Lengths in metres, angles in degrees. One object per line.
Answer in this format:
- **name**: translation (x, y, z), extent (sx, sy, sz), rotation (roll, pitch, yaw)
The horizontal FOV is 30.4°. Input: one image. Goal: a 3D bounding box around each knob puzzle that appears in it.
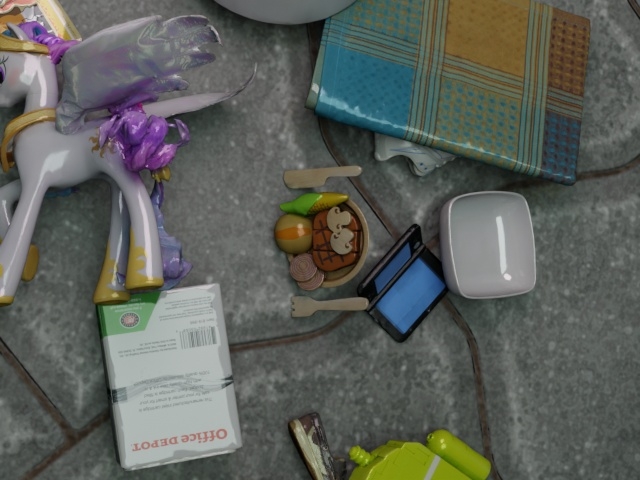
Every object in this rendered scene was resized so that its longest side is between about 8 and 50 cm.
- **knob puzzle**: translation (-0.422, -0.274, 1.454), extent (0.213, 0.030, 0.213), rotation (1, 87, -14)

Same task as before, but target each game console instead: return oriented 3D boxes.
- **game console**: translation (0.115, 0.057, 1.546), extent (0.071, 0.107, 0.122), rotation (37, 76, 20)

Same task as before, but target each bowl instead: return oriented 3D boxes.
- **bowl**: translation (0.215, 0.007, 1.569), extent (0.142, 0.053, 0.142), rotation (-4, 87, -32)

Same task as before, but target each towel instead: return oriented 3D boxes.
- **towel**: translation (0.175, -0.234, 1.553), extent (0.370, 0.040, 0.271), rotation (16, 66, -10)

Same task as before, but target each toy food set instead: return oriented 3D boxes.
- **toy food set**: translation (0.000, 0.000, 1.501), extent (0.132, 0.038, 0.192), rotation (-5, 87, 29)

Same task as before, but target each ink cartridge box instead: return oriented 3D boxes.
- **ink cartridge box**: translation (-0.189, 0.166, 1.451), extent (0.153, 0.087, 0.208), rotation (-7, 87, -15)

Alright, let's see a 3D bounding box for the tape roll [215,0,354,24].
- **tape roll**: translation (-0.047, -0.420, 1.487), extent (0.286, 0.100, 0.286), rotation (2, 73, -7)

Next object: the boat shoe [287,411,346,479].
- **boat shoe**: translation (0.011, 0.293, 1.509), extent (0.049, 0.056, 0.152), rotation (-27, 93, -9)

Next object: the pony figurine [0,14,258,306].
- **pony figurine**: translation (-0.253, -0.113, 1.367), extent (0.351, 0.303, 0.363), rotation (-7, 79, 7)

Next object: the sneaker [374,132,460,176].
- **sneaker**: translation (0.157, -0.124, 1.577), extent (0.191, 0.071, 0.083), rotation (6, 98, -11)

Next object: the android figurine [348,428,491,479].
- **android figurine**: translation (0.127, 0.365, 1.511), extent (0.273, 0.056, 0.248), rotation (35, 72, -20)
